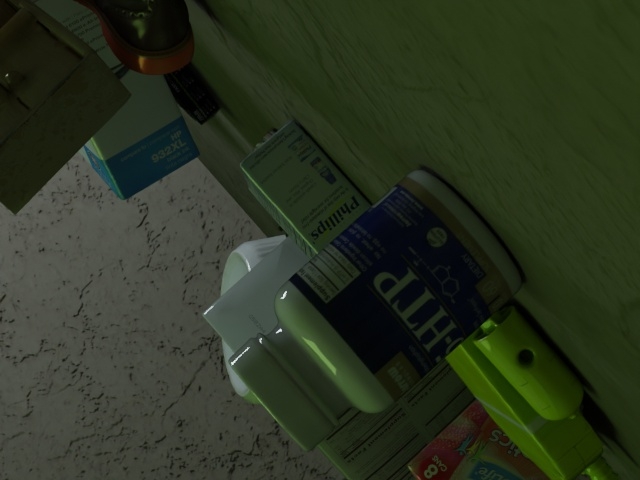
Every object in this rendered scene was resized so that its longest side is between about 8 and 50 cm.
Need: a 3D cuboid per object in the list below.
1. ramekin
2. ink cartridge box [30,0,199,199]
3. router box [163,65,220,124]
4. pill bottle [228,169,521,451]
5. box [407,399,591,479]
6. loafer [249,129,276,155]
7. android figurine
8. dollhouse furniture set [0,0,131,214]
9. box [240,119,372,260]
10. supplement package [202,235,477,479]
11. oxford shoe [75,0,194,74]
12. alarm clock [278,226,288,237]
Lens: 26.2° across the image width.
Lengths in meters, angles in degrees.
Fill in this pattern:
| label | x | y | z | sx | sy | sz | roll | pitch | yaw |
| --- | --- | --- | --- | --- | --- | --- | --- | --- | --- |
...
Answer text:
| label | x | y | z | sx | sy | sz | roll | pitch | yaw |
| --- | --- | --- | --- | --- | --- | --- | --- | --- | --- |
| ramekin | -0.060 | 0.117 | 1.996 | 0.273 | 0.127 | 0.273 | 178 | 90 | -72 |
| ink cartridge box | -0.304 | -0.241 | 1.810 | 0.223 | 0.129 | 0.307 | 44 | 161 | 52 |
| router box | -0.200 | -0.224 | 1.893 | 0.122 | 0.038 | 0.092 | 52 | 175 | -35 |
| pill bottle | 0.034 | 0.051 | 0.937 | 0.112 | 0.186 | 0.112 | 48 | 176 | 4 |
| box | 0.213 | 0.275 | 1.447 | 0.154 | 0.142 | 0.300 | 48 | 176 | 25 |
| loafer | -0.058 | -0.097 | 1.566 | 0.045 | 0.039 | 0.125 | 50 | 176 | -6 |
| android figurine | 0.145 | 0.099 | 1.135 | 0.273 | 0.056 | 0.248 | 50 | 176 | -5 |
| dollhouse furniture set | -0.373 | -0.237 | 1.170 | 0.256 | 0.362 | 0.394 | 37 | 171 | 37 |
| box | -0.007 | -0.036 | 1.367 | 0.137 | 0.072 | 0.126 | 49 | 176 | 6 |
| supplement package | 0.044 | 0.137 | 1.556 | 0.199 | 0.198 | 0.263 | 44 | 174 | 42 |
| oxford shoe | -0.202 | -0.271 | 1.300 | 0.271 | 0.097 | 0.098 | 45 | 151 | 31 |
| alarm clock | 0.000 | 0.000 | 1.746 | 0.129 | 0.064 | 0.192 | 47 | 179 | 21 |
